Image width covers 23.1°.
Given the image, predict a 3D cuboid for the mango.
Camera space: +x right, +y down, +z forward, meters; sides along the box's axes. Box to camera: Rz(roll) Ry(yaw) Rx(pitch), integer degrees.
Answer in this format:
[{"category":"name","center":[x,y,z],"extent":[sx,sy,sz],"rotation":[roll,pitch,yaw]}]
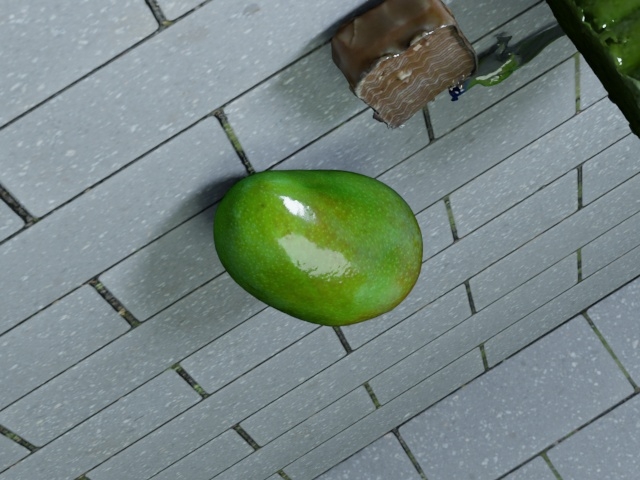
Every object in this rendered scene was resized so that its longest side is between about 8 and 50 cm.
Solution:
[{"category":"mango","center":[0.000,0.000,2.077],"extent":[0.225,0.201,0.382],"rotation":[-18,156,26]}]

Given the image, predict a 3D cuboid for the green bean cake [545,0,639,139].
[{"category":"green bean cake","center":[0.419,-0.265,1.882],"extent":[0.218,0.335,0.319],"rotation":[-34,163,7]}]

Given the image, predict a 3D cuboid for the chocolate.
[{"category":"chocolate","center":[0.097,-0.222,1.859],"extent":[0.148,0.093,0.214],"rotation":[-36,160,6]}]

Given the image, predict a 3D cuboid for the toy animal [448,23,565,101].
[{"category":"toy animal","center":[0.265,-0.256,2.099],"extent":[0.217,0.041,0.075],"rotation":[-32,161,-12]}]
